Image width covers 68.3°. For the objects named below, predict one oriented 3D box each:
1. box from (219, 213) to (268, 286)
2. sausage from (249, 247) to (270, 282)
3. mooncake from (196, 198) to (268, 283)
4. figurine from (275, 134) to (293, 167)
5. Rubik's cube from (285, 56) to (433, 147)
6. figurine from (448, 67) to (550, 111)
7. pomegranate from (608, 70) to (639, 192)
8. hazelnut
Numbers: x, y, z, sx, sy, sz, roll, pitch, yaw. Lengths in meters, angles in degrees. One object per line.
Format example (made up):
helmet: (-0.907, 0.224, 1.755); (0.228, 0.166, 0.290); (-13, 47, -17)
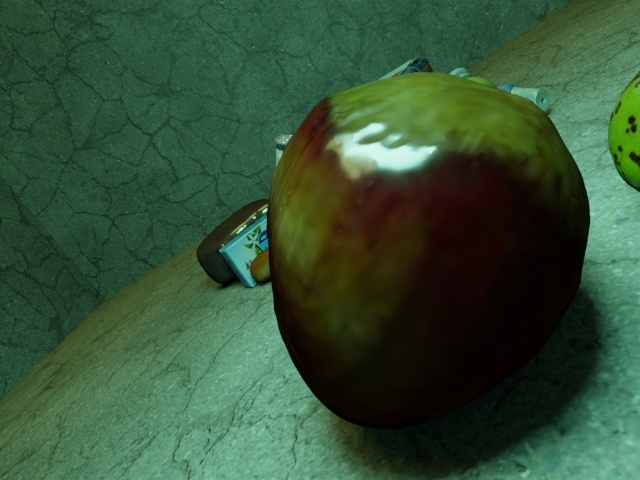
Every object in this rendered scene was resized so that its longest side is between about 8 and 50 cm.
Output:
box: (-0.178, 0.020, 1.472); (0.232, 0.142, 0.083); (-40, 16, -25)
sausage: (-0.090, 0.028, 1.329); (0.300, 0.083, 0.089); (-36, 14, 27)
mooncake: (-0.256, -0.001, 1.652); (0.334, 0.174, 0.326); (-20, 23, 34)
figurine: (0.032, -0.215, 1.463); (0.361, 0.253, 0.211); (-7, -8, -4)
Rubik's cube: (0.160, -0.206, 1.135); (0.313, 0.318, 0.316); (-23, 19, 31)
figurine: (0.475, -0.405, 1.349); (0.224, 0.205, 0.382); (-46, 26, -22)
pomegranate: (0.457, -0.128, 0.563); (0.198, 0.198, 0.246); (-25, -23, 29)
hazelnut: (0.097, 0.005, 0.557); (0.421, 0.353, 0.421); (-47, 24, 30)
